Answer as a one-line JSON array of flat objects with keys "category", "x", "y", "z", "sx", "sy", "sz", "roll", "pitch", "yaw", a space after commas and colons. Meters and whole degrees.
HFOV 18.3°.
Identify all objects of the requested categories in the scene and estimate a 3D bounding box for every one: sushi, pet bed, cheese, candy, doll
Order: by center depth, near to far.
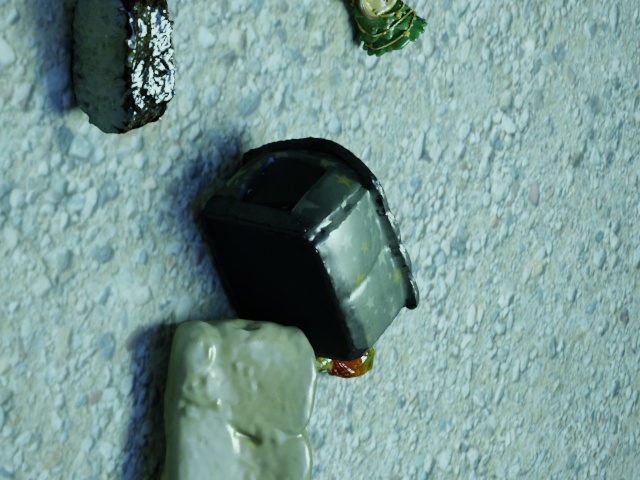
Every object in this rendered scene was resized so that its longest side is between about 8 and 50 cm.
[{"category": "sushi", "x": -0.186, "y": -0.180, "z": 1.872, "sx": 0.078, "sy": 0.090, "sz": 0.150, "roll": -25, "pitch": 120, "yaw": -46}, {"category": "cheese", "x": -0.089, "y": 0.212, "z": 2.072, "sx": 0.159, "sy": 0.093, "sz": 0.263, "roll": 3, "pitch": 95, "yaw": -14}, {"category": "pet bed", "x": 0.000, "y": 0.000, "z": 2.101, "sx": 0.159, "sy": 0.183, "sz": 0.211, "roll": -50, "pitch": 136, "yaw": -33}, {"category": "doll", "x": 0.055, "y": -0.260, "z": 2.238, "sx": 0.113, "sy": 0.077, "sz": 0.078, "roll": 42, "pitch": 33, "yaw": -20}, {"category": "candy", "x": -0.013, "y": 0.147, "z": 2.248, "sx": 0.201, "sy": 0.060, "sz": 0.060, "roll": -17, "pitch": 112, "yaw": -45}]
